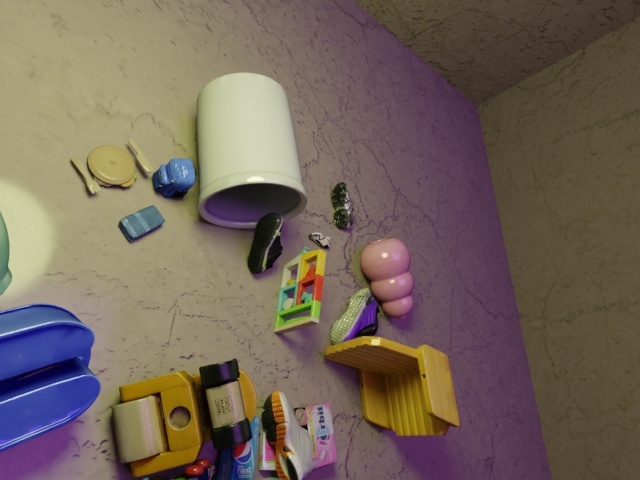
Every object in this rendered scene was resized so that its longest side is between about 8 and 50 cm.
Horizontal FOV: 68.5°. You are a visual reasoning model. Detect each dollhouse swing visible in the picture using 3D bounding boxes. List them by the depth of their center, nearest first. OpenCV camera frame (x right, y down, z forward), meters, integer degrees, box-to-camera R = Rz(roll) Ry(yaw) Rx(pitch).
[{"bbox_3d":[0.209,0.496,1.563,0.304,0.346,0.315,8,66,-34],"label":"dollhouse swing"}]

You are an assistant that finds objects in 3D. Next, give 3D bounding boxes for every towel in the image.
[{"bbox_3d":[-0.498,-0.050,1.311,0.119,0.029,0.067,-39,101,-47],"label":"towel"}]

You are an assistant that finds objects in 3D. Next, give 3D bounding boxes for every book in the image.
[{"bbox_3d":[-0.134,0.598,1.385,0.096,0.035,0.144,23,56,-36],"label":"book"}]

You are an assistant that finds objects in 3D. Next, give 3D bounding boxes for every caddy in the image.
[{"bbox_3d":[-0.617,0.264,0.935,0.341,0.179,0.242,-12,103,-49],"label":"caddy"}]

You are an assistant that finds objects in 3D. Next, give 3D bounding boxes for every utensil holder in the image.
[{"bbox_3d":[-0.227,-0.276,1.479,0.327,0.327,0.386,11,63,-43],"label":"utensil holder"}]

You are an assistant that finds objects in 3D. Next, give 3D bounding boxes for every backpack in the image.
[{"bbox_3d":[-0.427,-0.183,1.379,0.101,0.120,0.098,-9,80,-48],"label":"backpack"}]

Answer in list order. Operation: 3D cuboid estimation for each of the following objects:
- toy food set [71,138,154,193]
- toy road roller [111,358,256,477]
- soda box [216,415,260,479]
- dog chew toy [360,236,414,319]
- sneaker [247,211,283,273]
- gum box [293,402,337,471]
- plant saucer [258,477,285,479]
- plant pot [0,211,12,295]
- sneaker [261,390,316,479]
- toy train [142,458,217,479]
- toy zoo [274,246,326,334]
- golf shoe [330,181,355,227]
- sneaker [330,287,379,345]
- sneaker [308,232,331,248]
[{"bbox_3d":[-0.577,-0.202,1.301,0.192,0.038,0.132,-33,90,-43],"label":"toy food set"},{"bbox_3d":[-0.324,0.428,1.180,0.329,0.240,0.203,-12,79,-10],"label":"toy road roller"},{"bbox_3d":[-0.218,0.569,1.245,0.067,0.071,0.210,38,34,-29],"label":"soda box"},{"bbox_3d":[0.286,0.159,1.912,0.206,0.206,0.332,-20,95,-49],"label":"dog chew toy"},{"bbox_3d":[-0.163,0.006,1.514,0.097,0.235,0.084,-8,44,-45],"label":"sneaker"},{"bbox_3d":[-0.015,0.616,1.475,0.107,0.062,0.189,8,66,-44],"label":"gum box"},{"bbox_3d":[-0.213,0.654,1.102,0.317,0.318,0.044,-3,44,-47],"label":"plant saucer"},{"bbox_3d":[-0.720,0.040,0.880,0.293,0.292,0.196,-57,140,-44],"label":"plant pot"},{"bbox_3d":[-0.086,0.565,1.372,0.121,0.099,0.263,-4,78,-53],"label":"sneaker"},{"bbox_3d":[-0.336,0.585,1.126,0.143,0.248,0.105,-2,74,-5],"label":"toy train"},{"bbox_3d":[-0.065,0.149,1.546,0.030,0.192,0.293,29,54,-34],"label":"toy zoo"},{"bbox_3d":[0.097,-0.143,1.951,0.094,0.077,0.198,20,64,-52],"label":"golf shoe"},{"bbox_3d":[0.152,0.317,1.760,0.146,0.102,0.293,54,42,-14],"label":"sneaker"},{"bbox_3d":[0.000,0.000,1.798,0.109,0.040,0.044,19,61,-39],"label":"sneaker"}]
